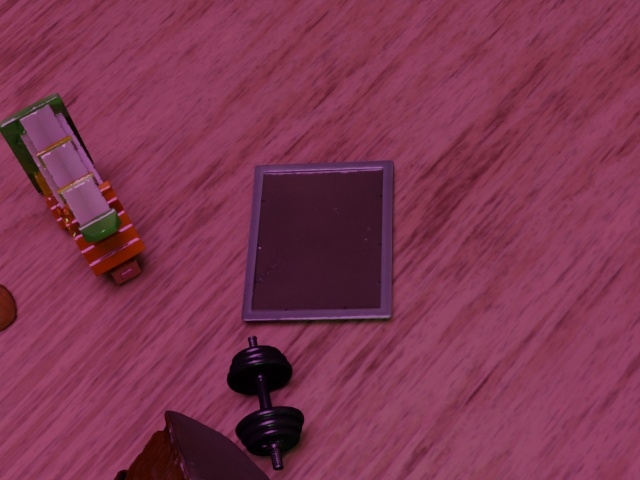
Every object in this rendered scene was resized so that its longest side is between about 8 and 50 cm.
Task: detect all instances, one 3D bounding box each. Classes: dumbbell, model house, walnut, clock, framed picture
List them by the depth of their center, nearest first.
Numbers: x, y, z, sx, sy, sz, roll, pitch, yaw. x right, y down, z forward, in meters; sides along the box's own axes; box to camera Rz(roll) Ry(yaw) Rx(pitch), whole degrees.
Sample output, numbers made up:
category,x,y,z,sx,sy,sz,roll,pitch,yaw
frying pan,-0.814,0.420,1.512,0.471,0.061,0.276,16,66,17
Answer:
category,x,y,z,sx,sy,sz,roll,pitch,yaw
model house,-0.180,0.384,1.558,0.229,0.199,0.219,-50,18,11
dumbbell,-0.078,0.227,1.667,0.099,0.099,0.209,-14,57,0
clock,-0.375,-0.062,1.835,0.106,0.220,0.255,-30,66,-9
framed picture,0.000,0.000,1.848,0.232,0.019,0.296,-1,57,8
walnut,-0.538,0.098,1.849,0.121,0.052,0.091,12,63,18
